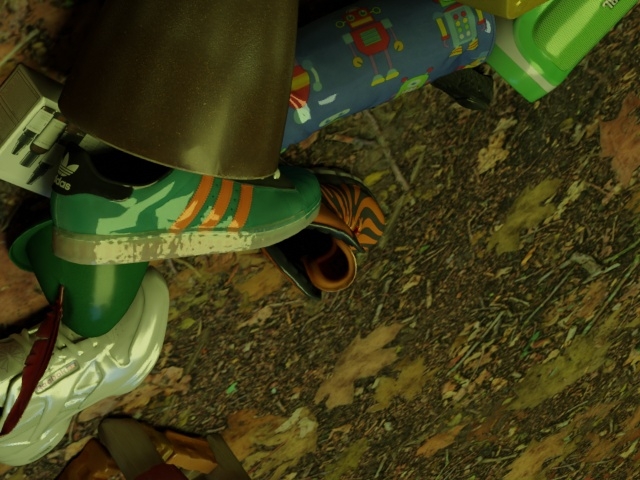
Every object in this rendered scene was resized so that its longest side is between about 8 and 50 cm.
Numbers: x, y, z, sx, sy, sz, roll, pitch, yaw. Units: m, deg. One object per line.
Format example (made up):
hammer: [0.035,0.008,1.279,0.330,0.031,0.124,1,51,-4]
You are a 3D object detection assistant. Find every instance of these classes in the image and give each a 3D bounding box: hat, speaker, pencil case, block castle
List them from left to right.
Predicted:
hat: [-0.236,0.087,1.462,0.173,0.183,0.208,2,156,-28]
block castle: [-0.284,0.468,1.904,0.453,0.213,0.303,-46,147,11]
pencil case: [0.038,-0.191,1.495,0.306,0.119,0.133,-26,165,-20]
speaker: [0.311,-0.304,1.626,0.296,0.131,0.131,-46,147,12]

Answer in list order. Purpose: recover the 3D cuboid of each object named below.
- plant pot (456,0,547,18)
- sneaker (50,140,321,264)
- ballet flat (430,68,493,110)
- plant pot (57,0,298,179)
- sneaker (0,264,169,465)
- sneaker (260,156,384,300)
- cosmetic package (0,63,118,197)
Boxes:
plant pot: [0.191,-0.349,1.392,0.212,0.187,0.212,-30,147,-16]
sneaker: [-0.123,-0.058,1.388,0.302,0.108,0.121,-11,117,-35]
ballet flat: [0.160,-0.206,1.682,0.173,0.057,0.049,31,66,-57]
plant pot: [-0.107,-0.203,1.285,0.215,0.215,0.230,0,116,-45]
sneaker: [-0.296,0.141,1.577,0.305,0.114,0.152,-44,149,8]
sneaker: [0.000,0.000,1.637,0.124,0.180,0.321,-50,146,18]
cosmetic package: [-0.238,-0.085,1.406,0.099,0.060,0.239,-46,147,13]
